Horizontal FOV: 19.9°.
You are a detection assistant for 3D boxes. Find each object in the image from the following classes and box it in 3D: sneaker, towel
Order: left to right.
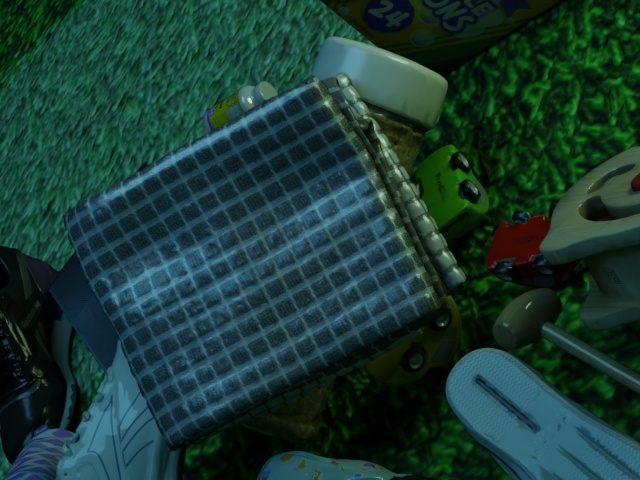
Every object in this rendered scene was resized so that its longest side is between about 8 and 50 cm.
[{"bbox_3d":[-0.347,0.127,2.028,0.107,0.124,0.283,-37,37,26],"label":"sneaker"},{"bbox_3d":[-0.180,0.185,1.665,0.111,0.129,0.297,102,170,-84],"label":"sneaker"},{"bbox_3d":[-0.050,0.015,1.534,0.284,0.121,0.235,-29,79,12],"label":"towel"},{"bbox_3d":[0.200,0.174,1.347,0.094,0.091,0.258,-45,55,5],"label":"sneaker"}]

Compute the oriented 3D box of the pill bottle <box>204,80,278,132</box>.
[{"bbox_3d":[-0.086,-0.143,2.017,0.083,0.043,0.043,-30,41,32],"label":"pill bottle"}]

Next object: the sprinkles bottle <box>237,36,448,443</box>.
[{"bbox_3d":[0.000,0.000,1.648,0.121,0.121,0.355,23,93,56],"label":"sprinkles bottle"}]

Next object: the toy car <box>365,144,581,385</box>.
[{"bbox_3d":[0.131,0.003,1.610,0.239,0.053,0.225,-38,36,23],"label":"toy car"}]

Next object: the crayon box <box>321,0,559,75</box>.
[{"bbox_3d":[0.153,-0.299,1.712,0.323,0.203,0.083,-32,40,31],"label":"crayon box"}]

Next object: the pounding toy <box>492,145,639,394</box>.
[{"bbox_3d":[0.269,0.019,1.401,0.269,0.155,0.154,-16,21,46],"label":"pounding toy"}]

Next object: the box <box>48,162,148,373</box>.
[{"bbox_3d":[-0.189,0.039,1.969,0.183,0.059,0.232,-52,34,5],"label":"box"}]

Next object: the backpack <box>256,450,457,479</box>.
[{"bbox_3d":[0.022,0.237,1.483,0.182,0.115,0.152,11,72,57],"label":"backpack"}]

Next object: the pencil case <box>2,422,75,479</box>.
[{"bbox_3d":[-0.269,0.249,1.802,0.088,0.086,0.206,-20,11,6],"label":"pencil case"}]
